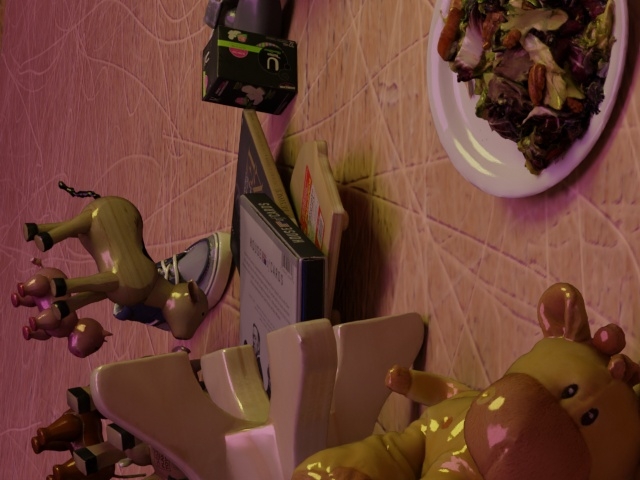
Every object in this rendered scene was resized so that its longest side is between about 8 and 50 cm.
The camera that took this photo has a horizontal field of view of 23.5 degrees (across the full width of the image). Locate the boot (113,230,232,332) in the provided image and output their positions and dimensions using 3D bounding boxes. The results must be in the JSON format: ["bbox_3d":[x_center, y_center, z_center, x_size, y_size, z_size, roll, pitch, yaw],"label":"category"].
[{"bbox_3d":[-0.161,0.046,1.667,0.190,0.086,0.069,127,146,-51],"label":"boot"}]

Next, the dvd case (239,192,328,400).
[{"bbox_3d":[-0.035,0.097,1.320,0.179,0.029,0.239,-134,43,-64],"label":"dvd case"}]

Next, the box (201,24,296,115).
[{"bbox_3d":[-0.071,-0.168,1.526,0.052,0.083,0.062,133,140,-56],"label":"box"}]

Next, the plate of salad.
[{"bbox_3d":[0.123,-0.128,1.010,0.200,0.048,0.200,-7,81,55],"label":"plate of salad"}]

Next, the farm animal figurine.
[{"bbox_3d":[-0.172,0.142,1.547,0.327,0.172,0.330,46,140,43],"label":"farm animal figurine"}]

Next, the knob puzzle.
[{"bbox_3d":[0.000,0.000,1.333,0.213,0.030,0.213,180,90,-80],"label":"knob puzzle"}]

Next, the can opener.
[{"bbox_3d":[-0.042,-0.303,1.562,0.095,0.076,0.283,36,119,31],"label":"can opener"}]

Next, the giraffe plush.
[{"bbox_3d":[0.113,0.127,0.869,0.170,0.181,0.210,-43,7,43],"label":"giraffe plush"}]

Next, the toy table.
[{"bbox_3d":[-0.027,0.147,1.108,0.274,0.252,0.161,-19,81,57],"label":"toy table"}]

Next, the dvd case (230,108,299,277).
[{"bbox_3d":[-0.056,0.000,1.462,0.221,0.018,0.164,-112,24,-53],"label":"dvd case"}]
